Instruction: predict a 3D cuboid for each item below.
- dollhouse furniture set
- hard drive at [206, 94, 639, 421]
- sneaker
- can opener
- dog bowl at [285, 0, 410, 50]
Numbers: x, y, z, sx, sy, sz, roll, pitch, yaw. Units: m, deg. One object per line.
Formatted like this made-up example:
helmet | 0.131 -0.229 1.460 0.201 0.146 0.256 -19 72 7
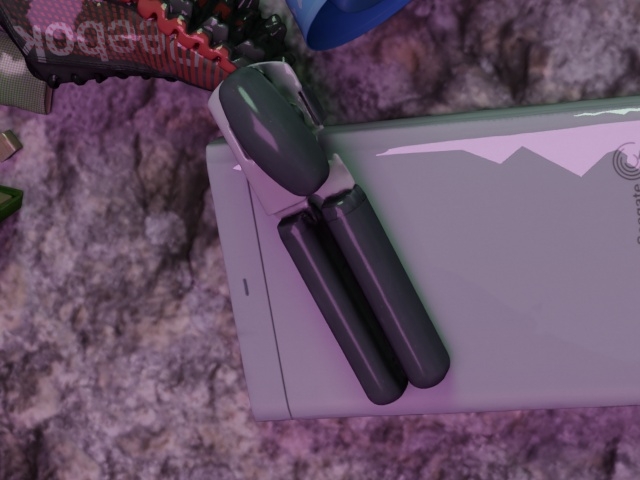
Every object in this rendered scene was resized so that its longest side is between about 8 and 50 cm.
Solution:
dollhouse furniture set | -0.266 -0.093 1.536 0.076 0.058 0.151 15 110 13
hard drive | 0.099 0.020 1.457 0.353 0.047 0.233 -4 105 19
sneaker | -0.155 -0.167 1.458 0.276 0.097 0.135 27 120 5
can opener | 0.000 0.000 1.398 0.076 0.095 0.283 -24 101 23
dog bowl | 0.076 -0.258 1.323 0.297 0.166 0.074 -45 78 24
